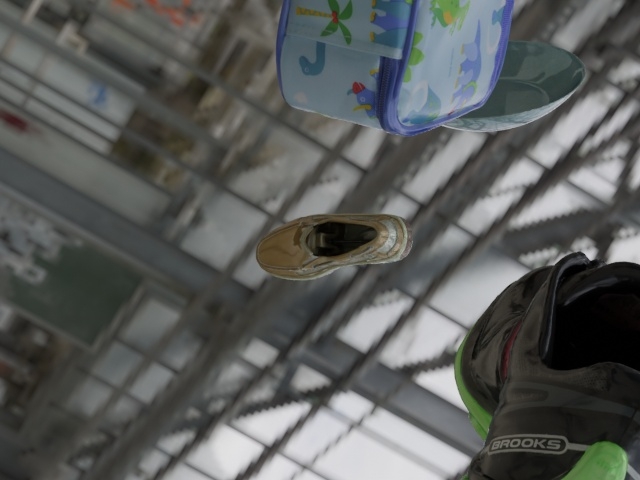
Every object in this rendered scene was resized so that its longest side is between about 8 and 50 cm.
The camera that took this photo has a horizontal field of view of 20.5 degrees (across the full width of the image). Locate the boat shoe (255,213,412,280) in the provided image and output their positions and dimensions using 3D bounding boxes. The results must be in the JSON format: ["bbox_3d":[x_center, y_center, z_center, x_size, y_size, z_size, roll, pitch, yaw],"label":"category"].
[{"bbox_3d":[0.000,0.000,1.849,0.190,0.072,0.068,-13,-101,35],"label":"boat shoe"}]

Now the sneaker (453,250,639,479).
[{"bbox_3d":[0.211,0.107,1.316,0.202,0.185,0.483,-60,-176,15],"label":"sneaker"}]

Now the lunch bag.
[{"bbox_3d":[0.057,-0.173,0.972,0.176,0.090,0.219,-18,121,-65],"label":"lunch bag"}]

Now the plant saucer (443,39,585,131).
[{"bbox_3d":[0.171,-0.149,1.788,0.195,0.195,0.037,-80,165,-60],"label":"plant saucer"}]
